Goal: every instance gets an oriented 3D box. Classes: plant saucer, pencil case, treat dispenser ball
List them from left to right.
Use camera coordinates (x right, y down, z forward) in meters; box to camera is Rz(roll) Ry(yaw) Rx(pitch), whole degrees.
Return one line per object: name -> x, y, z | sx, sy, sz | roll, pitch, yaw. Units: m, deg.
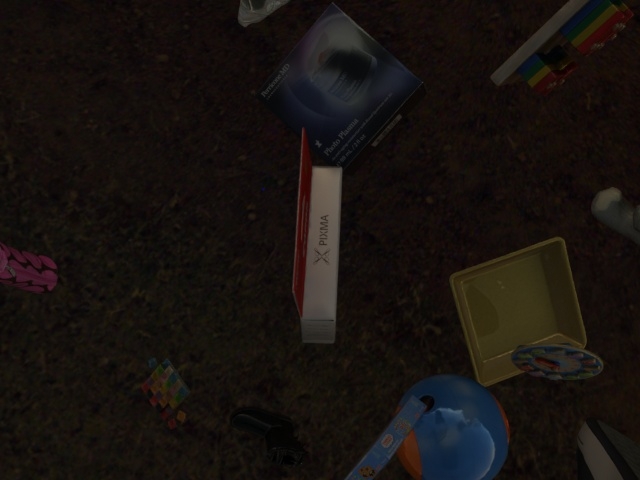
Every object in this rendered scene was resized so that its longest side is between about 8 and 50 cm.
pencil case -> -0.606, 0.056, 1.273 | 0.098, 0.209, 0.095 | 7, 81, 11
treat dispenser ball -> 0.323, 0.478, 1.599 | 0.288, 0.288, 0.288 | 6, 115, 14
plant saucer -> 0.525, 0.186, 1.738 | 0.333, 0.081, 0.332 | -19, 101, -7

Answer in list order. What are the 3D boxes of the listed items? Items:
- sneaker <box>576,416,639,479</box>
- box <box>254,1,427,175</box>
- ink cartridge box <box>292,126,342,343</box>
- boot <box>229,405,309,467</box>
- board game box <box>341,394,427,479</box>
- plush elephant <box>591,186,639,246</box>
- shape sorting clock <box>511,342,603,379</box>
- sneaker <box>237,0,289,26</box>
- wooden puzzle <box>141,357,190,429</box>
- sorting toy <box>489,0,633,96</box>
sneaker -> 0.151, 0.198, 0.360 | 0.086, 0.226, 0.163 | 31, 100, 18
box -> 0.052, -0.361, 1.582 | 0.294, 0.183, 0.296 | 43, 101, 7
ink cartridge box -> 0.000, 0.000, 1.101 | 0.066, 0.296, 0.261 | 2, 155, 2
boot -> -0.084, 0.320, 1.040 | 0.121, 0.099, 0.045 | 17, 106, -20
board game box -> 0.095, 0.387, 1.144 | 0.039, 0.160, 0.211 | 40, 125, 13
plush elephant -> 0.677, -0.064, 1.062 | 0.272, 0.330, 0.255 | 0, 129, -30
shape sorting clock -> 0.559, 0.292, 1.523 | 0.206, 0.040, 0.206 | 13, 154, 7
sneaker -> -0.118, -0.488, 1.322 | 0.053, 0.152, 0.061 | 48, 143, 5
wooden puzzle -> -0.175, 0.168, 0.723 | 0.049, 0.006, 0.083 | -49, 66, 16
sorting toy -> 0.483, -0.381, 1.241 | 0.089, 0.255, 0.257 | 50, 122, 7
